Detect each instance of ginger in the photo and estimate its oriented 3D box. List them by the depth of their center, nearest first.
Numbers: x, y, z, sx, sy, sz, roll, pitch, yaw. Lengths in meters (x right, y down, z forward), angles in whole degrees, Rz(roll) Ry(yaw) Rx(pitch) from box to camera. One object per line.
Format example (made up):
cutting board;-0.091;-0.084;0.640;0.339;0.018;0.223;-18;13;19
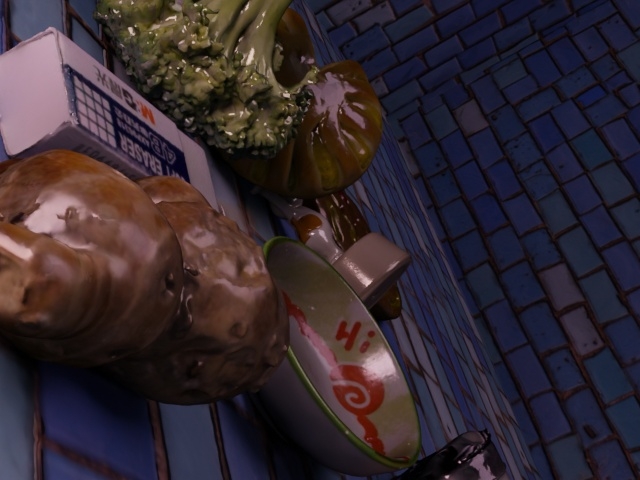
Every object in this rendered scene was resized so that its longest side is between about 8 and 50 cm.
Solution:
ginger;-0.166;0.028;0.763;0.256;0.176;0.375;47;10;18

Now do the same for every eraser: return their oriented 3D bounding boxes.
eraser;-0.216;-0.094;0.979;0.287;0.086;0.130;40;27;-58

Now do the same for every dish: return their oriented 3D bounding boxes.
dish;-0.016;0.162;1.146;0.324;0.124;0.324;48;19;-22

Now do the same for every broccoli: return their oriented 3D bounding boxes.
broccoli;-0.160;-0.297;1.243;0.339;0.317;0.277;27;8;28

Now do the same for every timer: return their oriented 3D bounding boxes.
timer;0.000;0.000;1.546;0.266;0.175;0.175;45;10;11

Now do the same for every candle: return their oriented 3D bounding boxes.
candle;0.234;0.452;1.344;0.330;0.187;0.187;63;13;4

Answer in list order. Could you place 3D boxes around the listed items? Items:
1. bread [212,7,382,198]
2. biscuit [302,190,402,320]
bread;-0.046;-0.223;1.478;0.333;0.160;0.332;10;64;-22
biscuit;0.056;-0.022;1.888;0.394;0.070;0.350;50;18;-41
